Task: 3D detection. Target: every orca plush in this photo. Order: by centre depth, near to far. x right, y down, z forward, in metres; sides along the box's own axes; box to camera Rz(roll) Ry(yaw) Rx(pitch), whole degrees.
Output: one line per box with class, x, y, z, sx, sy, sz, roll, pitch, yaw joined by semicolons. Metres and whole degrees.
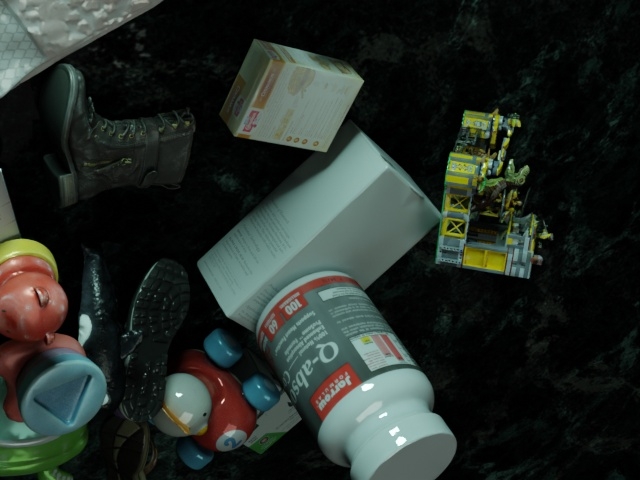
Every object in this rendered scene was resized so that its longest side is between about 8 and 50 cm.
orca plush;-0.329;0.144;1.701;0.102;0.287;0.151;0;164;6

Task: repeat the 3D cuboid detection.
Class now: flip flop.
flip flop;-0.364;0.429;2.063;0.080;0.112;0.277;-38;145;-39

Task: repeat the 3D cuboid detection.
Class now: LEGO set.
LEGO set;0.322;-0.083;1.836;0.192;0.331;0.255;9;110;10

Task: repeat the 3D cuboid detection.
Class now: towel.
towel;-0.378;-0.368;1.328;0.317;0.053;0.332;-34;140;-3

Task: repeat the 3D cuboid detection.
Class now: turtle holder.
turtle holder;-0.538;0.260;1.705;0.320;0.243;0.227;7;106;-2

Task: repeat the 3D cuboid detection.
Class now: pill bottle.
pill bottle;0.057;0.238;1.724;0.210;0.363;0.210;-21;139;-19

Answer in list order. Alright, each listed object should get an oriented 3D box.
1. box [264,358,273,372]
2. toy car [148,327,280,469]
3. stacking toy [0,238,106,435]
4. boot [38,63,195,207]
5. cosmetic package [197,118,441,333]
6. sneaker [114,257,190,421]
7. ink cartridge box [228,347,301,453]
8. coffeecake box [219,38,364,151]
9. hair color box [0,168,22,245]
box;-0.019;0.212;2.078;0.179;0.105;0.043;-26;132;-11
toy car;-0.228;0.307;1.889;0.219;0.210;0.238;-42;176;14
stacking toy;-0.450;0.187;1.467;0.279;0.130;0.309;-29;131;-20
boot;-0.294;-0.167;1.563;0.229;0.091;0.263;-17;140;-29
cosmetic package;0.000;0.000;1.856;0.385;0.156;0.217;-43;139;6
sneaker;-0.320;0.163;1.803;0.107;0.124;0.283;24;75;-41
ink cartridge box;-0.138;0.327;2.120;0.153;0.087;0.208;-41;138;6
coffeecake box;-0.046;-0.228;1.671;0.185;0.068;0.142;6;125;-38
hair color box;-0.518;0.008;1.467;0.174;0.105;0.347;-32;156;-23
